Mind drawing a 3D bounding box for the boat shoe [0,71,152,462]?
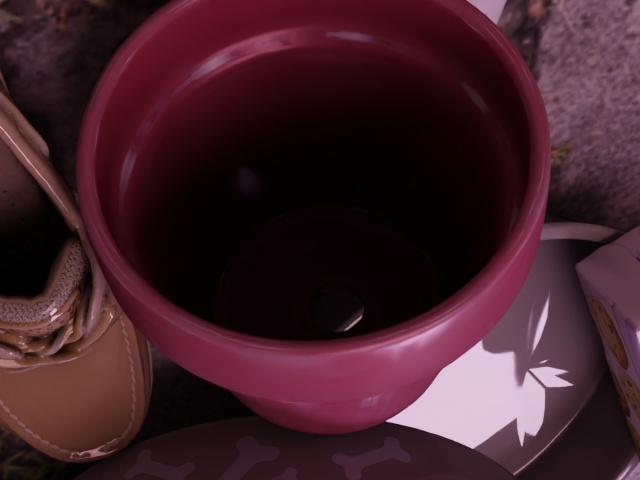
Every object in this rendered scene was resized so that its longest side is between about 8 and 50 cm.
[{"bbox_3d":[-0.145,0.016,0.740,0.109,0.098,0.302,-26,134,-9],"label":"boat shoe"}]

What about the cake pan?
[{"bbox_3d":[0.085,0.097,0.969,0.293,0.054,0.293,-16,132,-18],"label":"cake pan"}]

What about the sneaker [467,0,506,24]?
[{"bbox_3d":[0.073,-0.159,0.692,0.090,0.145,0.270,-15,132,-19],"label":"sneaker"}]

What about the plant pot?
[{"bbox_3d":[0.000,0.000,0.753,0.201,0.201,0.180,-25,154,-10],"label":"plant pot"}]

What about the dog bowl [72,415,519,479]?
[{"bbox_3d":[-0.016,0.224,0.906,0.348,0.102,0.349,-2,137,-2],"label":"dog bowl"}]

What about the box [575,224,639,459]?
[{"bbox_3d":[0.229,0.116,0.983,0.063,0.067,0.324,-31,135,-4],"label":"box"}]
